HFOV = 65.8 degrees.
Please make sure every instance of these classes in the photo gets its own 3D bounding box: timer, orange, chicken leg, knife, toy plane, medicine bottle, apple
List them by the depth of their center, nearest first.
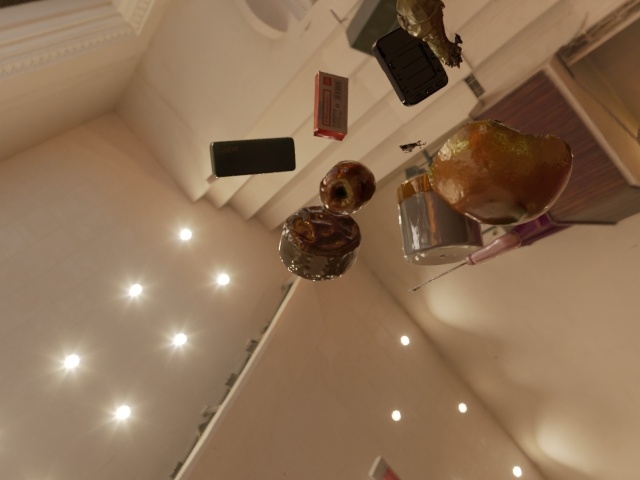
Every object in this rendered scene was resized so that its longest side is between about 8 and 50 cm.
[{"bbox_3d":[0.232,-0.467,1.063,0.228,0.103,0.088,47,-116,-30],"label":"chicken leg"},{"bbox_3d":[0.433,-0.152,1.189,0.334,0.263,0.196,18,-134,-7],"label":"orange"},{"bbox_3d":[0.228,-0.448,1.265,0.144,0.055,0.188,-34,-80,-14],"label":"timer"},{"bbox_3d":[0.360,0.072,1.284,0.081,0.335,0.043,-7,-114,-57],"label":"knife"},{"bbox_3d":[0.083,-0.153,1.440,0.146,0.163,0.147,40,-154,0],"label":"apple"},{"bbox_3d":[0.354,-0.060,1.482,0.237,0.237,0.232,8,-110,-36],"label":"medicine bottle"},{"bbox_3d":[0.382,-0.393,2.064,0.120,0.049,0.031,-11,-104,-6],"label":"toy plane"}]

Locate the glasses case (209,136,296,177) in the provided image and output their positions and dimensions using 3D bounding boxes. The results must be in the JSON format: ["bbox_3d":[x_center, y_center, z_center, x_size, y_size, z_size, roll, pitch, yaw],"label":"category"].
[{"bbox_3d":[-0.147,-0.184,1.088,0.184,0.039,0.078,-8,-75,-20],"label":"glasses case"}]

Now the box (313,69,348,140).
[{"bbox_3d":[0.037,-0.477,1.759,0.122,0.050,0.230,5,-100,-22],"label":"box"}]

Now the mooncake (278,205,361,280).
[{"bbox_3d":[0.000,0.000,1.747,0.284,0.156,0.285,6,-141,-5],"label":"mooncake"}]

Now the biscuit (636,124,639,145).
[{"bbox_3d":[1.054,-0.416,1.378,0.070,0.350,0.395,33,-101,0],"label":"biscuit"}]
